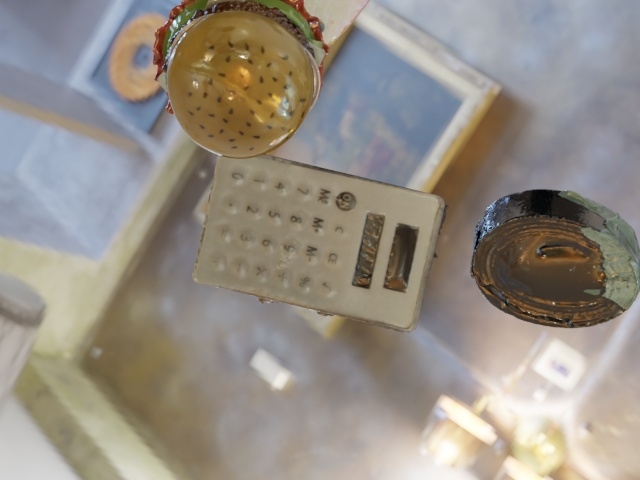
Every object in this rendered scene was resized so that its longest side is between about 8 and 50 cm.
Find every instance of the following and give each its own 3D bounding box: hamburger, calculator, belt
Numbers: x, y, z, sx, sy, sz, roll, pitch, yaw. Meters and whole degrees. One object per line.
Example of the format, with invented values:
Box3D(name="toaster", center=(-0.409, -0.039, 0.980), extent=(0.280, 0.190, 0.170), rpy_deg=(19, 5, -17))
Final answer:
Box3D(name="hamburger", center=(-0.074, -0.158, 1.393), extent=(0.175, 0.175, 0.137), rpy_deg=(28, -159, -17))
Box3D(name="calculator", center=(0.000, 0.000, 1.617), extent=(0.262, 0.161, 0.021), rpy_deg=(12, 178, 0))
Box3D(name="belt", center=(0.272, 0.019, 1.675), extent=(0.198, 0.151, 0.078), rpy_deg=(15, -148, 0))

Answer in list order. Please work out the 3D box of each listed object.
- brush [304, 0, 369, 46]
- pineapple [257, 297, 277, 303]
Box3D(name="brush", center=(-0.018, -0.345, 1.636), extent=(0.174, 0.266, 0.166), rpy_deg=(0, -149, -29))
Box3D(name="pineapple", center=(-0.007, 0.031, 1.809), extent=(0.159, 0.074, 0.074), rpy_deg=(-12, -160, -4))
